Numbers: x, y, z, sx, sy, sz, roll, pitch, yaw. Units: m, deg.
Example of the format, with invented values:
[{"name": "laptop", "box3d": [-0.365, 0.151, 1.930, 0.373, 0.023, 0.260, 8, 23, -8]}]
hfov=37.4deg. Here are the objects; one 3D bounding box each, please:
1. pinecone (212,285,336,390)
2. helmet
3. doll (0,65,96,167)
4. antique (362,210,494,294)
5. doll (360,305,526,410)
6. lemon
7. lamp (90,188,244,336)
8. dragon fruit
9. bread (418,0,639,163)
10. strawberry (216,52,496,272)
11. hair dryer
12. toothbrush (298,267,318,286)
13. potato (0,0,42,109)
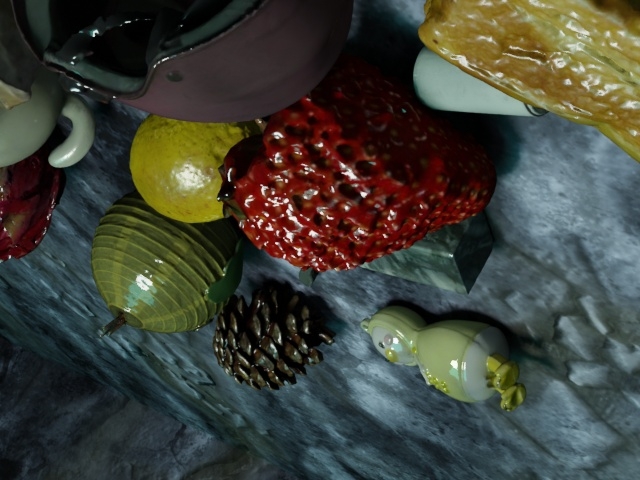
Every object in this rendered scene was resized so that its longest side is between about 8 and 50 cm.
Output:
[{"name": "pinecone", "box3d": [-0.086, 0.167, 1.663, 0.205, 0.179, 0.184, -25, 136, 29]}, {"name": "helmet", "box3d": [-0.111, -0.232, 0.878, 0.338, 0.270, 0.197, 13, 171, 40]}, {"name": "doll", "box3d": [-0.486, -0.209, 1.267, 0.226, 0.214, 0.370, 12, -178, 19]}, {"name": "antique", "box3d": [0.117, -0.006, 1.213, 0.183, 0.088, 0.086, 13, 149, 33]}, {"name": "doll", "box3d": [0.176, 0.173, 1.442, 0.296, 0.117, 0.141, 9, 145, 38]}, {"name": "lemon", "box3d": [-0.158, -0.107, 1.245, 0.207, 0.170, 0.170, -3, 139, 42]}, {"name": "lamp", "box3d": [-0.256, 0.048, 1.501, 0.250, 0.284, 0.250, 23, 149, 15]}, {"name": "dragon fruit", "box3d": [-0.585, -0.103, 1.566, 0.329, 0.329, 0.329, 25, 154, 13]}, {"name": "bread", "box3d": [0.248, -0.156, 0.718, 0.344, 0.148, 0.195, 31, 156, -3]}, {"name": "strawberry", "box3d": [0.036, -0.065, 1.011, 0.258, 0.261, 0.261, 40, 155, 2]}, {"name": "hair dryer", "box3d": [0.123, -0.211, 0.854, 0.131, 0.073, 0.236, 10, 146, 40]}, {"name": "toothbrush", "box3d": [0.000, 0.000, 1.426, 0.030, 0.030, 0.297, 37, 155, 9]}, {"name": "potato", "box3d": [-0.390, -0.290, 1.062, 0.190, 0.264, 0.211, -6, 143, 39]}]
